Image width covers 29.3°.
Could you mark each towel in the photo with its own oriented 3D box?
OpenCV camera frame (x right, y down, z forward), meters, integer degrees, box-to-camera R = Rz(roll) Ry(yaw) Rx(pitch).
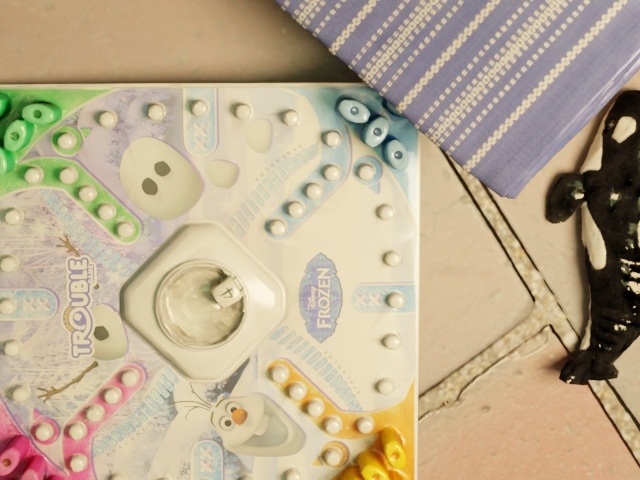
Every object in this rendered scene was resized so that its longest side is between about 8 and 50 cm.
[{"bbox_3d":[0.107,-0.223,0.967,0.336,0.040,0.243,42,107,0],"label":"towel"}]

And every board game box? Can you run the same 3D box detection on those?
[{"bbox_3d":[-0.104,0.058,1.080,0.389,0.050,0.390,-1,99,-4],"label":"board game box"}]

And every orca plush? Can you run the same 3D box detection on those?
[{"bbox_3d":[0.291,0.005,1.155,0.151,0.102,0.287,21,94,-14],"label":"orca plush"}]

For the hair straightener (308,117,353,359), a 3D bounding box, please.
[{"bbox_3d":[0.000,0.000,1.119,0.089,0.047,0.230,2,104,-10],"label":"hair straightener"}]
